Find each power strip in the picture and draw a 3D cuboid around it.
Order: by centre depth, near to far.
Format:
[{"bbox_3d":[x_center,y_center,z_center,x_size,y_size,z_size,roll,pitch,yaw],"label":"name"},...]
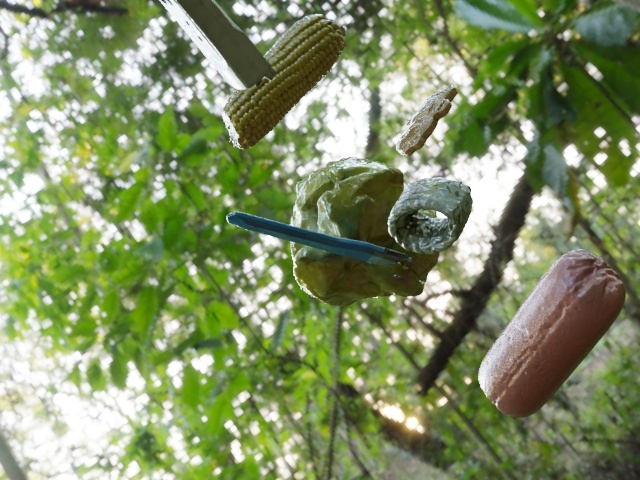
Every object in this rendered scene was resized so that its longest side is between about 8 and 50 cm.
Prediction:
[{"bbox_3d":[-0.164,-0.295,1.203,0.048,0.080,0.286,-46,-61,-11],"label":"power strip"}]

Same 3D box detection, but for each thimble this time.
[{"bbox_3d":[0.139,-0.033,1.227,0.110,0.084,0.062,-32,20,46],"label":"thimble"}]

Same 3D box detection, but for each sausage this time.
[{"bbox_3d":[0.175,0.073,0.757,0.062,0.062,0.154,-20,-33,-42],"label":"sausage"}]

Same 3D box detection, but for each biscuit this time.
[{"bbox_3d":[0.206,-0.239,1.974,0.184,0.027,0.133,-52,18,-13],"label":"biscuit"}]

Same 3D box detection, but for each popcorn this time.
[{"bbox_3d":[0.075,-0.016,1.695,0.276,0.225,0.276,2,-47,2],"label":"popcorn"}]

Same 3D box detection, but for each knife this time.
[{"bbox_3d":[0.000,-0.002,1.473,0.297,0.026,0.044,16,-22,-22],"label":"knife"}]

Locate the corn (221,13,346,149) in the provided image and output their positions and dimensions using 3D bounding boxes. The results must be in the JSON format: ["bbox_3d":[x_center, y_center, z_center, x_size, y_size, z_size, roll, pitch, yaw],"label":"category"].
[{"bbox_3d":[-0.088,-0.376,2.280,0.387,0.144,0.144,-47,-17,-18],"label":"corn"}]
